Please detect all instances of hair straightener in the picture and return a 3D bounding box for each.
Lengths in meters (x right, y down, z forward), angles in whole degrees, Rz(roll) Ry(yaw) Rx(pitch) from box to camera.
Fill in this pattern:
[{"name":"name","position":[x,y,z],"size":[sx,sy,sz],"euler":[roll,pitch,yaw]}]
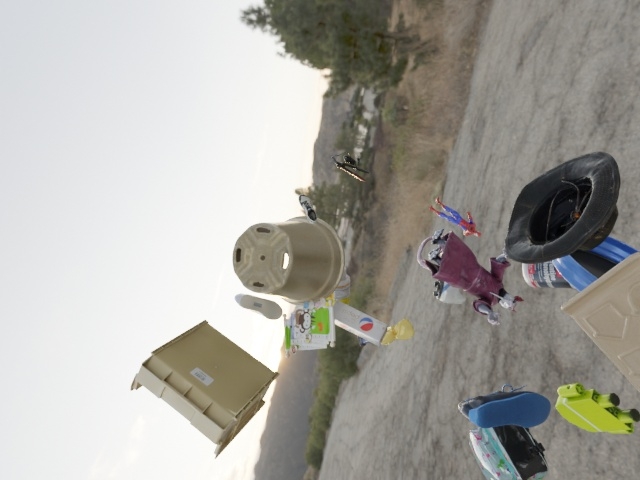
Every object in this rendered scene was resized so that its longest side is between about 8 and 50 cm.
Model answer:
[{"name":"hair straightener","position":[0.141,-0.345,2.006],"size":[0.047,0.230,0.089],"euler":[35,101,51]}]

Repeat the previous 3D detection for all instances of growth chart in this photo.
[{"name":"growth chart","position":[-0.040,0.285,1.466],"size":[0.021,0.237,0.172],"euler":[7,-112,-50]}]

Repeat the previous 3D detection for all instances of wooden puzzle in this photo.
[{"name":"wooden puzzle","position":[0.840,0.223,1.115],"size":[0.080,0.348,0.322],"euler":[-28,-25,-25]}]

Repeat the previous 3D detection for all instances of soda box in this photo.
[{"name":"soda box","position":[0.138,0.305,1.651],"size":[0.074,0.215,0.069],"euler":[-58,-19,-22]}]

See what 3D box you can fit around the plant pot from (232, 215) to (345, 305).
[{"name":"plant pot","position":[-0.125,0.065,1.507],"size":[0.305,0.333,0.335],"euler":[8,-89,-66]}]

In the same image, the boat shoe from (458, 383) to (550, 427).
[{"name":"boat shoe","position":[0.471,0.416,1.139],"size":[0.089,0.258,0.109],"euler":[-177,99,-68]}]

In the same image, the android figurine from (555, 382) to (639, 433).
[{"name":"android figurine","position":[0.949,0.594,1.554],"size":[0.056,0.248,0.273],"euler":[-52,-4,-29]}]

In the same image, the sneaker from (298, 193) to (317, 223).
[{"name":"sneaker","position":[-0.029,-0.084,1.153],"size":[0.083,0.031,0.037],"euler":[61,173,-2]}]

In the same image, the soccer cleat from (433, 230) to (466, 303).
[{"name":"soccer cleat","position":[0.574,0.120,1.902],"size":[0.116,0.143,0.332],"euler":[96,-170,-64]}]

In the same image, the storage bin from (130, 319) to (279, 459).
[{"name":"storage bin","position":[-0.279,0.357,1.106],"size":[0.123,0.262,0.260],"euler":[-61,-13,20]}]

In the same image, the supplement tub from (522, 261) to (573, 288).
[{"name":"supplement tub","position":[1.065,0.117,1.978],"size":[0.191,0.272,0.192],"euler":[3,-95,-42]}]

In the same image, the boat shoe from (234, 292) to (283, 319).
[{"name":"boat shoe","position":[-0.213,0.223,1.521],"size":[0.063,0.184,0.066],"euler":[14,85,54]}]

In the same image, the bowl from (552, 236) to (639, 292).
[{"name":"bowl","position":[0.916,0.100,1.393],"size":[0.391,0.390,0.077],"euler":[-75,2,-57]}]

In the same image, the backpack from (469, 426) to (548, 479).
[{"name":"backpack","position":[0.596,0.683,1.429],"size":[0.225,0.190,0.254],"euler":[65,-178,40]}]

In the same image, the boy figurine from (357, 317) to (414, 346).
[{"name":"boy figurine","position":[0.287,0.412,1.970],"size":[0.285,0.177,0.092],"euler":[-27,78,48]}]

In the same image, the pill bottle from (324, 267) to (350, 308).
[{"name":"pill bottle","position":[0.069,0.215,1.908],"size":[0.117,0.117,0.215],"euler":[-70,-19,-68]}]

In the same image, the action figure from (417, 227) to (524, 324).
[{"name":"action figure","position":[0.512,0.141,1.510],"size":[0.248,0.370,0.275],"euler":[-56,5,-18]}]

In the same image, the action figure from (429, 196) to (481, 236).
[{"name":"action figure","position":[0.674,-0.112,2.183],"size":[0.092,0.280,0.139],"euler":[-51,-12,-6]}]

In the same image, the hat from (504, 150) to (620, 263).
[{"name":"hat","position":[0.624,-0.055,1.107],"size":[0.332,0.133,0.331],"euler":[-57,15,24]}]
